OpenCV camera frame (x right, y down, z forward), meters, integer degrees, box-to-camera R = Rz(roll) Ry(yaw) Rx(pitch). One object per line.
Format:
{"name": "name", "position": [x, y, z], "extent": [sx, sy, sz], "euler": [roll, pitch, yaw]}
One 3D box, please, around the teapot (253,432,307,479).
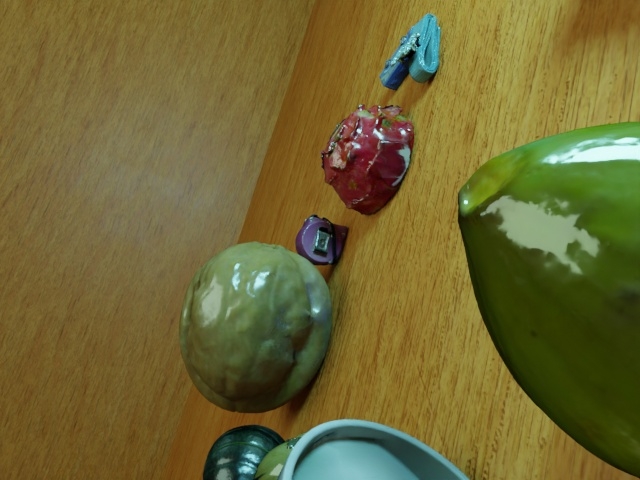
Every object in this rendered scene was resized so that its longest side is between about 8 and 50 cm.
{"name": "teapot", "position": [-0.006, 0.384, 0.820], "extent": [0.269, 0.173, 0.182], "euler": [-48, 2, 28]}

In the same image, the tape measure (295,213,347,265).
{"name": "tape measure", "position": [0.000, 0.000, 1.235], "extent": [0.074, 0.118, 0.125], "euler": [151, 132, -65]}

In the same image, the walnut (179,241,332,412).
{"name": "walnut", "position": [-0.150, 0.188, 1.168], "extent": [0.383, 0.384, 0.383], "euler": [-55, 24, 38]}

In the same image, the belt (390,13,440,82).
{"name": "belt", "position": [0.218, -0.437, 1.104], "extent": [0.065, 0.100, 0.179], "euler": [-36, 35, 53]}

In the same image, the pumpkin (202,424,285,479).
{"name": "pumpkin", "position": [-0.158, 0.496, 0.982], "extent": [0.250, 0.216, 0.249], "euler": [180, 90, -88]}

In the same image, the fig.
{"name": "fig", "position": [0.217, 0.033, 0.349], "extent": [0.239, 0.271, 0.239], "euler": [-63, -1, -2]}

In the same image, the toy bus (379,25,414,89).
{"name": "toy bus", "position": [0.205, -0.444, 1.223], "extent": [0.153, 0.051, 0.061], "euler": [-50, 39, 44]}

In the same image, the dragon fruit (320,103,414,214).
{"name": "dragon fruit", "position": [0.115, -0.193, 1.096], "extent": [0.189, 0.163, 0.261], "euler": [21, 90, 44]}

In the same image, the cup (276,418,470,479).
{"name": "cup", "position": [0.012, 0.396, 0.482], "extent": [0.357, 0.259, 0.274], "euler": [-25, -39, -62]}
